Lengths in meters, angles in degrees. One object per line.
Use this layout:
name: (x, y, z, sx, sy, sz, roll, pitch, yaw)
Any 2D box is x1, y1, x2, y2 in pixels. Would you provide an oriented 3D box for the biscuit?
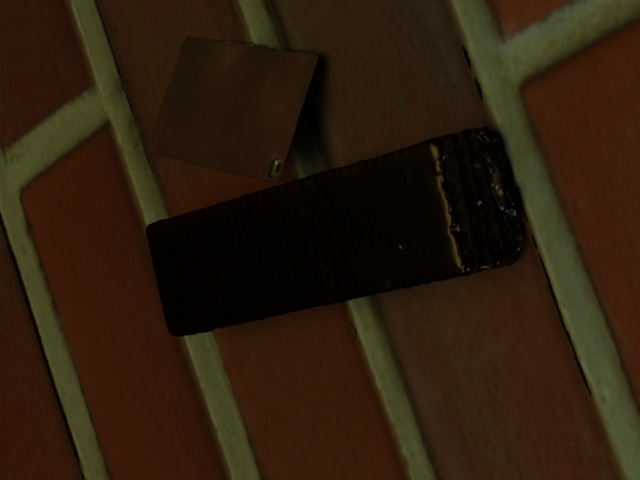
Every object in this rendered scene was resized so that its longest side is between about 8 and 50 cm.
biscuit: (0.000, 0.000, 1.453, 0.388, 0.073, 0.107, -14, 88, 47)

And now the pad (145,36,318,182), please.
pad: (-0.077, -0.114, 1.526, 0.188, 0.006, 0.113, 14, 85, 48)
